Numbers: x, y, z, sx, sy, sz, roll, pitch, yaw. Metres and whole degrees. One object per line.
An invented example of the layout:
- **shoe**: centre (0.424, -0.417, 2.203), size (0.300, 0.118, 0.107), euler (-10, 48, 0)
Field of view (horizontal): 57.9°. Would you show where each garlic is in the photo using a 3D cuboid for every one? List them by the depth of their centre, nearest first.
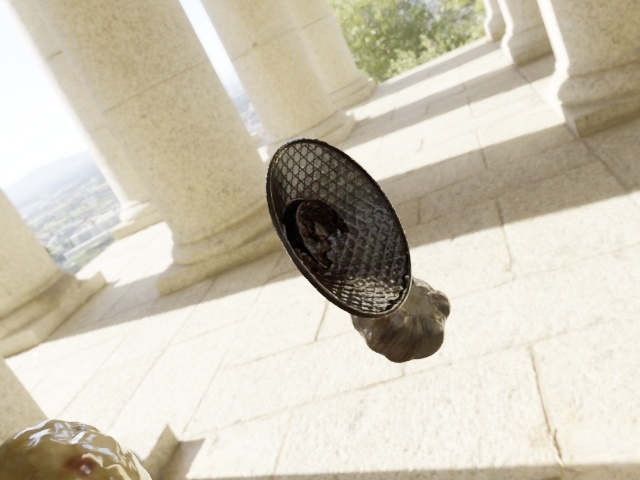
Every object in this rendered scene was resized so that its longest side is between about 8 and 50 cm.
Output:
- **garlic**: centre (0.114, 0.115, 0.856), size (0.159, 0.147, 0.102), euler (-24, -24, -44)

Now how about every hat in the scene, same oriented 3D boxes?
- **hat**: centre (0.000, 0.000, 0.575), size (0.082, 0.193, 0.193), euler (-34, 11, 35)

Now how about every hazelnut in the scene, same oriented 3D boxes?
- **hazelnut**: centre (-0.353, 0.385, 0.801), size (0.261, 0.261, 0.241), euler (-12, 18, 37)
